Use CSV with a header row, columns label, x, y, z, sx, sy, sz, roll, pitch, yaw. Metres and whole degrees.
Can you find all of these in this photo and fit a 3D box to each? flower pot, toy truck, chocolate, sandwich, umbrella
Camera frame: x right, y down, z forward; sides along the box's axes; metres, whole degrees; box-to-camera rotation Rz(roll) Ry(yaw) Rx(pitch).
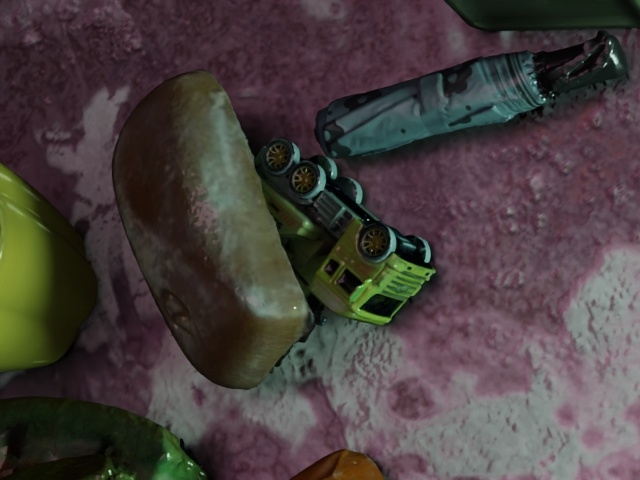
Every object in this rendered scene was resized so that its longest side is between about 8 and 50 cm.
label,x,y,z,sx,sy,sz,roll,pitch,yaw
flower pot,-0.290,0.029,1.242,0.195,0.179,0.195,-8,71,25
toy truck,0.000,0.000,1.165,0.169,0.077,0.100,43,103,28
chocolate,-0.104,-0.006,1.170,0.261,0.083,0.161,66,148,25
sandwich,-0.249,0.265,1.169,0.250,0.162,0.301,7,77,32
umbrella,0.113,-0.109,1.153,0.250,0.053,0.052,-14,78,22

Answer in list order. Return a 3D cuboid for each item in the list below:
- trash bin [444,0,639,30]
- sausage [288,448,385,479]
label,x,y,z,sx,sy,sz,roll,pitch,yaw
trash bin,0.183,-0.289,1.130,0.164,0.122,0.240,1,79,26
sausage,-0.009,0.235,1.101,0.089,0.089,0.179,20,76,29
